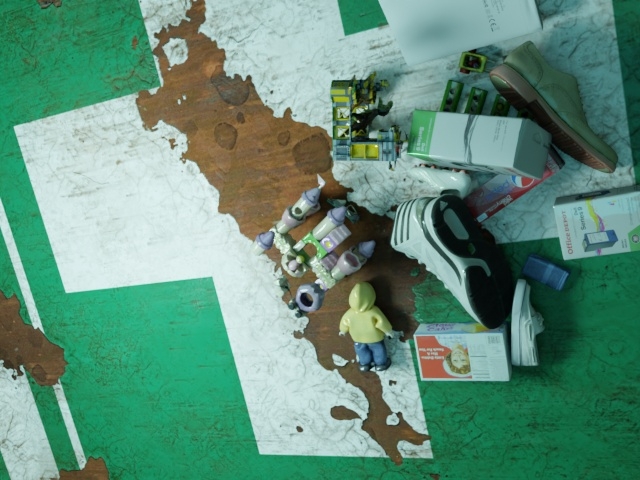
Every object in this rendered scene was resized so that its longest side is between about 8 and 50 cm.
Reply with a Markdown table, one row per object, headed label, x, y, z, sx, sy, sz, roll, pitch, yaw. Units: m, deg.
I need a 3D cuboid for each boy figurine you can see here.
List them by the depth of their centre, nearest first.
| label | x | y | z | sx | sy | sz | roll | pitch | yaw |
| --- | --- | --- | --- | --- | --- | --- | --- | --- | --- |
| boy figurine | 0.136 | 0.263 | 2.065 | 0.177 | 0.092 | 0.285 | -8 | 102 | 26 |

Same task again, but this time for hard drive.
| label | x | y | z | sx | sy | sz | roll | pitch | yaw |
| --- | --- | --- | --- | --- | --- | --- | --- | --- | --- |
| hard drive | 0.344 | -0.576 | 1.652 | 0.353 | 0.047 | 0.233 | -9 | 136 | 28 |

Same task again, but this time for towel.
| label | x | y | z | sx | sy | sz | roll | pitch | yaw |
| --- | --- | --- | --- | --- | --- | --- | --- | --- | --- |
| towel | 0.618 | 0.087 | 1.833 | 0.119 | 0.029 | 0.067 | 25 | 114 | 14 |

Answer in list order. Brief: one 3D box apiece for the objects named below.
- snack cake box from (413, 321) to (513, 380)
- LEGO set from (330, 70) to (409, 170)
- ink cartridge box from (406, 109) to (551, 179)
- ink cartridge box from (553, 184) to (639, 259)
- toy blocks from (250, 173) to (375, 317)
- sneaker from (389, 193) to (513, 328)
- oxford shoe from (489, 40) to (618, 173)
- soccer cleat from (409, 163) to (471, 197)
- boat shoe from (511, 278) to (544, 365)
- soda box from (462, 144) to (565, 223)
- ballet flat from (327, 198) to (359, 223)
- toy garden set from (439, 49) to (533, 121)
| label | x | y | z | sx | sy | sz | roll | pitch | yaw |
| --- | --- | --- | --- | --- | --- | --- | --- | --- | --- |
| snack cake box | 0.420 | 0.326 | 1.961 | 0.264 | 0.089 | 0.152 | -5 | 106 | 25 |
| LEGO set | 0.153 | -0.317 | 1.760 | 0.192 | 0.331 | 0.255 | 3 | 94 | 15 |
| ink cartridge box | 0.394 | -0.239 | 1.659 | 0.289 | 0.211 | 0.122 | 14 | 94 | 37 |
| ink cartridge box | 0.721 | -0.046 | 1.712 | 0.212 | 0.093 | 0.154 | -8 | 103 | 27 |
| toy blocks | 0.000 | 0.000 | 1.917 | 0.288 | 0.309 | 0.260 | 49 | 124 | 2 |
| sneaker | 0.362 | 0.051 | 1.891 | 0.257 | 0.169 | 0.447 | 9 | 137 | 58 |
| oxford shoe | 0.609 | -0.328 | 1.651 | 0.397 | 0.140 | 0.146 | 42 | 91 | -7 |
| soccer cleat | 0.321 | -0.164 | 1.835 | 0.196 | 0.068 | 0.076 | 15 | 92 | 42 |
| boat shoe | 0.579 | 0.233 | 1.860 | 0.088 | 0.096 | 0.267 | 3 | 108 | 19 |
| soda box | 0.510 | -0.154 | 1.769 | 0.263 | 0.092 | 0.083 | -37 | 86 | 29 |
| ballet flat | 0.073 | -0.099 | 2.014 | 0.114 | 0.041 | 0.041 | 40 | 117 | 7 |
| toy garden set | 0.447 | -0.381 | 1.751 | 0.244 | 0.049 | 0.204 | 21 | 113 | 17 |
